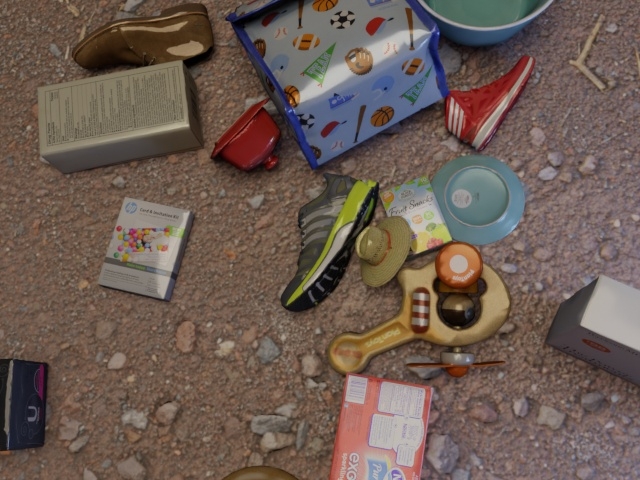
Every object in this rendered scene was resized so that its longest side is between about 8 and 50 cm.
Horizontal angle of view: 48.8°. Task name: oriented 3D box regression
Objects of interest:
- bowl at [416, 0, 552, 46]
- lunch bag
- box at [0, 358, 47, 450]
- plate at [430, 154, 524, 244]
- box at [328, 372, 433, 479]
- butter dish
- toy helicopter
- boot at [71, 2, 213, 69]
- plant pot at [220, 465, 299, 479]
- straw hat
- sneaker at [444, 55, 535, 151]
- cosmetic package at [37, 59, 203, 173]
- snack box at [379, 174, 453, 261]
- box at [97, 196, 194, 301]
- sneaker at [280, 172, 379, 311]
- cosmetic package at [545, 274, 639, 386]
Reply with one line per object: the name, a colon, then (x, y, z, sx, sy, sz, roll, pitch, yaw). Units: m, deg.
bowl: (0.325, -0.520, 1.428, 0.311, 0.163, 0.312, -2, 74, 6)
lunch bag: (0.017, -0.398, 1.399, 0.327, 0.239, 0.386, -27, 57, -1)
box: (-0.669, 0.311, 1.314, 0.270, 0.143, 0.165, -3, 76, 5)
plate: (0.305, -0.084, 1.382, 0.188, 0.024, 0.188, -1, 75, 5)
box: (0.097, 0.390, 1.211, 0.154, 0.142, 0.300, 7, 76, 8)
butter dish: (-0.133, -0.191, 1.411, 0.118, 0.160, 0.160, 45, 86, -10)
toy helicopter: (0.182, 0.166, 1.293, 0.355, 0.140, 0.235, -27, 82, 9)
boot: (-0.377, -0.407, 1.508, 0.305, 0.112, 0.115, -16, 84, -1)
plant pot: (-0.112, 0.524, 1.254, 0.236, 0.032, 0.237, -1, 74, 5)
straw hat: (0.100, 0.009, 1.319, 0.061, 0.144, 0.145, 25, 74, -32)
sneaker: (0.326, -0.298, 1.408, 0.128, 0.087, 0.221, 32, 79, 12)
cosmetic package: (-0.411, -0.252, 1.460, 0.309, 0.113, 0.160, -9, 74, 4)
snack box: (0.185, -0.042, 1.370, 0.100, 0.037, 0.141, -21, 73, 8)
box: (-0.348, 0.017, 1.417, 0.145, 0.038, 0.186, 12, 75, 9)
sneaker: (0.000, 0.000, 1.361, 0.121, 0.111, 0.300, 24, 73, 22)
cosmetic package: (0.581, 0.194, 1.140, 0.377, 0.284, 0.098, 24, 78, 12)
